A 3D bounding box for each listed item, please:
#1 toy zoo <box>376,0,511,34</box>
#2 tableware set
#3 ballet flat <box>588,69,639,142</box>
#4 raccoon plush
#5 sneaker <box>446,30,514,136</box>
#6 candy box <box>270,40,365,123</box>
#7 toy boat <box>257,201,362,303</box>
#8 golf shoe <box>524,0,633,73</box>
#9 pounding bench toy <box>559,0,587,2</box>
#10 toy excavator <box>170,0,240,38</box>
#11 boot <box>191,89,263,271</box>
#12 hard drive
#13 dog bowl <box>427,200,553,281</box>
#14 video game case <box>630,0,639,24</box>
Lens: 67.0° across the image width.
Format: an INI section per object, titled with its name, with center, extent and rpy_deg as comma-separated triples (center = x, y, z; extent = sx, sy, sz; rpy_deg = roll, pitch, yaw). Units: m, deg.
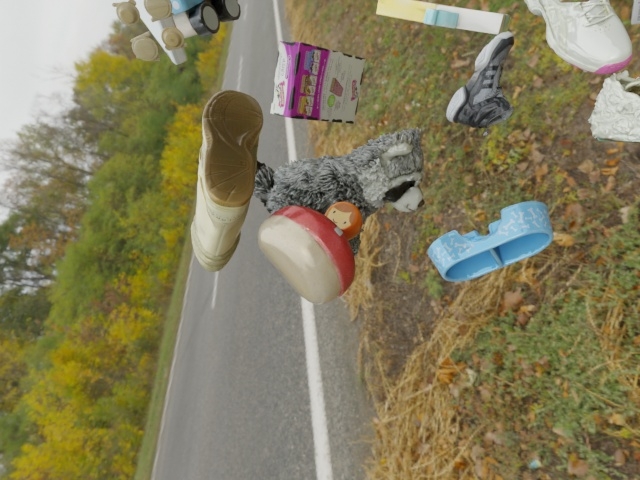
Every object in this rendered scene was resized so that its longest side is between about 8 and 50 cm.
[toy zoo]
center = 0.213, -0.378, 0.810
extent = 0.293, 0.192, 0.030
rpy_deg = -44, -32, -57
[tableware set]
center = -0.406, -0.513, 1.161
extent = 0.169, 0.140, 0.020
rpy_deg = 74, -170, -47
[ballet flat]
center = 0.636, -0.203, 0.752
extent = 0.408, 0.146, 0.147
rpy_deg = 19, 92, 42
[raccoon plush]
center = -0.004, -0.157, 0.985
extent = 0.216, 0.445, 0.299
rpy_deg = -82, 18, -60
[sneaker]
center = 0.473, -0.414, 1.305
extent = 0.153, 0.101, 0.269
rpy_deg = 39, 106, 22
[candy box]
center = -0.002, -0.362, 1.127
extent = 0.071, 0.233, 0.160
rpy_deg = 24, 112, 38
[toy boat]
center = 0.000, 0.000, 0.721
extent = 0.151, 0.151, 0.231
rpy_deg = -41, 4, -8
[golf shoe]
center = 0.470, -0.440, 0.889
extent = 0.140, 0.115, 0.307
rpy_deg = 60, -171, -62
[pounding bench toy]
center = 0.291, -0.312, 0.554
extent = 0.052, 0.083, 0.065
rpy_deg = -38, 68, 64
[toy excavator]
center = -0.536, -0.906, 1.656
extent = 0.222, 0.446, 0.433
rpy_deg = -1, 39, 31
[boot]
center = -0.158, -0.101, 0.802
extent = 0.204, 0.095, 0.262
rpy_deg = 116, 155, -49
[hard drive]
center = -0.462, -0.661, 1.262
extent = 0.233, 0.047, 0.353
rpy_deg = 54, 168, 14
[dog bowl]
center = 0.409, 0.013, 1.157
extent = 0.297, 0.166, 0.074
rpy_deg = -25, 57, 21
[video game case]
center = 0.606, -0.424, 0.824
extent = 0.011, 0.121, 0.087
rpy_deg = -70, -29, -43
